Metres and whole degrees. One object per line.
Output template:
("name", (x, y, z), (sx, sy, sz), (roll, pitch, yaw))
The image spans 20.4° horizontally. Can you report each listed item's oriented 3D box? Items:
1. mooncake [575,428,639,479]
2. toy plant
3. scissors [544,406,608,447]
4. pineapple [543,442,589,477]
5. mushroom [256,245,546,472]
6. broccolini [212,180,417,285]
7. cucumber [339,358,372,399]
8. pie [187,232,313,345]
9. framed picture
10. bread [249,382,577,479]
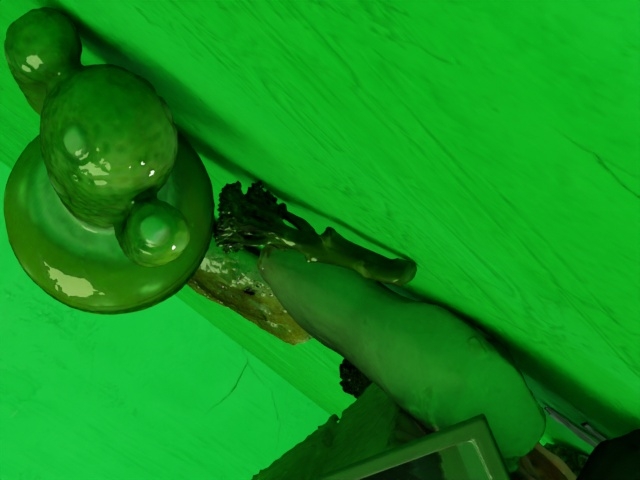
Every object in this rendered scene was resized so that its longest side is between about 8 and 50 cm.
("mooncake", (0.319, 0.276, 1.466), (0.283, 0.141, 0.283), (40, 178, 1))
("toy plant", (-0.179, -0.053, 1.472), (0.224, 0.184, 0.316), (57, 169, 14))
("scissors", (0.321, 0.237, 1.716), (0.248, 0.017, 0.144), (38, 172, -18))
("pineapple", (0.276, 0.313, 1.919), (0.176, 0.137, 0.161), (29, 171, 44))
("mushroom", (0.064, 0.089, 1.583), (0.351, 0.097, 0.109), (31, 171, 44))
("broccolini", (0.000, 0.002, 1.503), (0.216, 0.067, 0.058), (18, 167, 37))
("cucumber", (0.073, 0.154, 2.043), (0.077, 0.077, 0.265), (35, 174, -6))
("pie", (-0.112, 0.043, 2.140), (0.277, 0.078, 0.277), (33, 175, 3))
("framed picture", (0.100, 0.296, 1.475), (0.265, 0.192, 0.018), (66, -166, -6))
("bread", (0.118, 0.332, 1.677), (0.390, 0.279, 0.371), (44, -162, -6))
